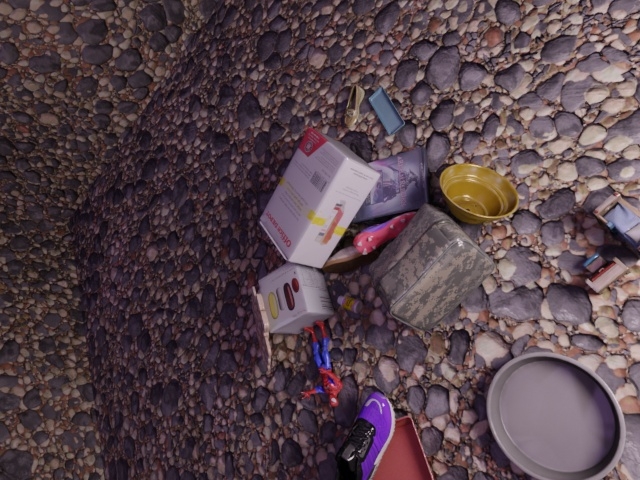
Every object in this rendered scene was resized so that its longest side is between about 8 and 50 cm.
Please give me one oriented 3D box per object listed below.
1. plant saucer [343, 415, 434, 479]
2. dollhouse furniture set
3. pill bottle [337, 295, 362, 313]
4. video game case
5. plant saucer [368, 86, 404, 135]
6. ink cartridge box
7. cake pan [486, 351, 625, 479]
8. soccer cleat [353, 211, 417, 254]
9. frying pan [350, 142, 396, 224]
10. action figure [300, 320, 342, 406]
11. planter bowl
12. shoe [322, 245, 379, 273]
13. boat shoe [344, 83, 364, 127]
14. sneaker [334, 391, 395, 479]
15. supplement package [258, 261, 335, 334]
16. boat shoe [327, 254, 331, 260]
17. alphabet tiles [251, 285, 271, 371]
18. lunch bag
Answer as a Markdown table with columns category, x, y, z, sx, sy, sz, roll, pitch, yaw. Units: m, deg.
| category | x | y | z | sx | sy | sz | roll | pitch | yaw |
| --- | --- | --- | --- | --- | --- | --- | --- | --- | --- |
| plant saucer | 0.211 | 0.671 | 1.255 | 0.259 | 0.047 | 0.259 | -34 | 61 | 30 |
| dollhouse furniture set | 0.655 | 0.011 | 0.987 | 0.184 | 0.128 | 0.129 | -49 | 54 | 20 |
| pill bottle | 0.098 | 0.212 | 1.454 | 0.083 | 0.043 | 0.044 | 17 | 91 | 40 |
| video game case | 0.218 | -0.173 | 1.400 | 0.274 | 0.026 | 0.196 | -12 | 73 | 36 |
| plant saucer | 0.232 | -0.451 | 1.514 | 0.067 | 0.018 | 0.192 | -38 | 59 | 27 |
| ink cartridge box | -0.018 | -0.143 | 1.470 | 0.385 | 0.160 | 0.279 | -58 | 42 | 18 |
| cake pan | 0.550 | 0.416 | 1.030 | 0.292 | 0.054 | 0.294 | -10 | 74 | 38 |
| soccer cleat | 0.218 | -0.036 | 1.373 | 0.247 | 0.083 | 0.095 | -26 | 26 | 11 |
| frying pan | 0.165 | -0.180 | 1.485 | 0.326 | 0.053 | 0.197 | 44 | 107 | 39 |
| action figure | -0.011 | 0.415 | 1.442 | 0.091 | 0.139 | 0.281 | -34 | 63 | 30 |
| planter bowl | 0.423 | -0.111 | 1.202 | 0.217 | 0.217 | 0.091 | 56 | 152 | 33 |
| shoe | 0.102 | 0.059 | 1.474 | 0.218 | 0.076 | 0.059 | -19 | 48 | 28 |
| boat shoe | 0.117 | -0.494 | 1.597 | 0.056 | 0.048 | 0.153 | 24 | 95 | 40 |
| sneaker | 0.115 | 0.580 | 1.227 | 0.102 | 0.146 | 0.294 | 18 | 92 | 40 |
| supplement package | -0.089 | 0.202 | 1.541 | 0.194 | 0.149 | 0.203 | -34 | 60 | 29 |
| boat shoe | 0.000 | 0.000 | 1.573 | 0.062 | 0.059 | 0.170 | -18 | 69 | 36 |
| alphabet tiles | -0.214 | 0.321 | 1.584 | 0.284 | 0.021 | 0.278 | 101 | 155 | -50 |
| lunch bag | 0.290 | 0.059 | 1.225 | 0.305 | 0.212 | 0.256 | -50 | 37 | 16 |
